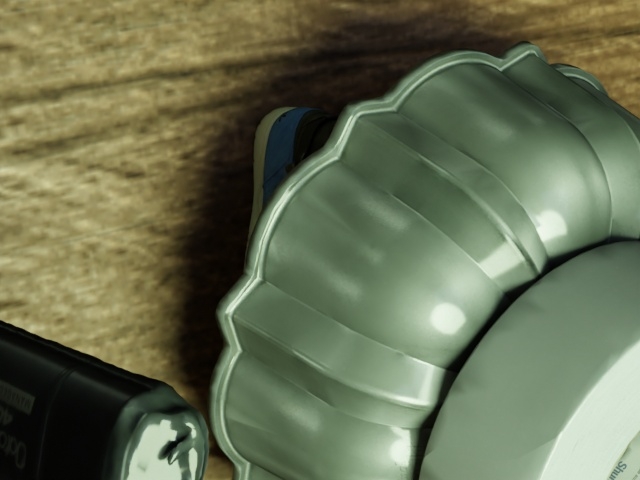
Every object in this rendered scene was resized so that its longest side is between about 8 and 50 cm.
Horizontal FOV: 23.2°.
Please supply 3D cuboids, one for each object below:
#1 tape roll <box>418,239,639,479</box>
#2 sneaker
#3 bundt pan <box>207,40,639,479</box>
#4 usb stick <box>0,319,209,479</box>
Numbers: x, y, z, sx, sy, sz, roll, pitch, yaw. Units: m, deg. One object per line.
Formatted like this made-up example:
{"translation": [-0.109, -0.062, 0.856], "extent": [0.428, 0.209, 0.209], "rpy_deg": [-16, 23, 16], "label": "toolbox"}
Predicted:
{"translation": [0.155, 0.113, 0.809], "extent": [0.219, 0.072, 0.219], "rpy_deg": [-19, 123, -32], "label": "tape roll"}
{"translation": [-0.001, 0.000, 0.893], "extent": [0.058, 0.084, 0.152], "rpy_deg": [-2, 96, -30], "label": "sneaker"}
{"translation": [0.106, 0.063, 0.879], "extent": [0.331, 0.124, 0.330], "rpy_deg": [-20, 125, -32], "label": "bundt pan"}
{"translation": [-0.128, 0.084, 0.717], "extent": [0.045, 0.278, 0.077], "rpy_deg": [9, 90, -30], "label": "usb stick"}
